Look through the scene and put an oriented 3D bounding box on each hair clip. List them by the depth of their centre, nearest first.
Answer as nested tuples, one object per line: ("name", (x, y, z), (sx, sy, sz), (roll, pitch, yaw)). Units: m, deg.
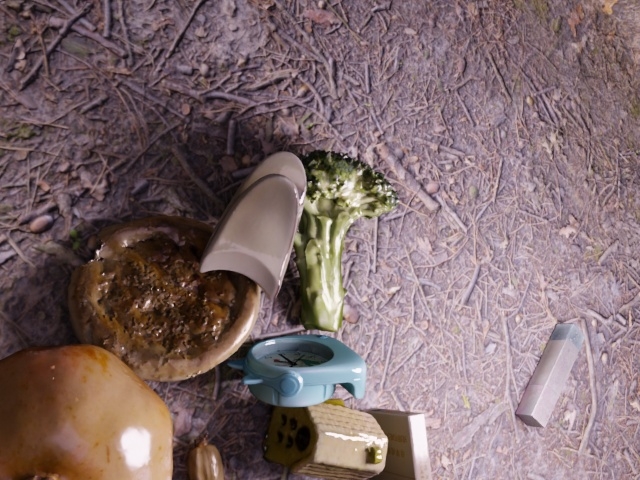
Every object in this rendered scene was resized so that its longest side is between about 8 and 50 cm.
("hair clip", (-0.119, -0.044, 1.327), (0.172, 0.113, 0.282), (22, 106, -8))

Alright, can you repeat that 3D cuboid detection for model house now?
("model house", (0.018, 0.422, 1.396), (0.193, 0.234, 0.175), (19, 72, -27))

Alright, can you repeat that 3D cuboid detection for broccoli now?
("broccoli", (0.029, -0.019, 1.491), (0.353, 0.275, 0.397), (-32, 91, 15))

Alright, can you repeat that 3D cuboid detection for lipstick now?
("lipstick", (0.662, 0.382, 1.856), (0.066, 0.068, 0.317), (44, 63, -17))

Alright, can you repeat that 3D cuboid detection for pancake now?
("pancake", (-0.319, 0.108, 1.305), (0.382, 0.071, 0.382), (7, 61, -13))

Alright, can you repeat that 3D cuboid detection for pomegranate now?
("pomegranate", (-0.448, 0.366, 1.053), (0.411, 0.411, 0.412), (6, 78, -28))

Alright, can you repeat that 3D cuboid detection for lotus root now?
("lotus root", (-0.239, 0.474, 1.343), (0.073, 0.062, 0.150), (-9, 84, -7))

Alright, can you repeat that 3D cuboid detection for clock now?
("clock", (-0.057, 0.281, 1.397), (0.274, 0.223, 0.094), (-4, 101, -22))

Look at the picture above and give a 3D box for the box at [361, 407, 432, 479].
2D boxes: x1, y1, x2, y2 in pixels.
("box", (0.183, 0.575, 1.477), (0.051, 0.204, 0.365), (-2, 82, -29))
